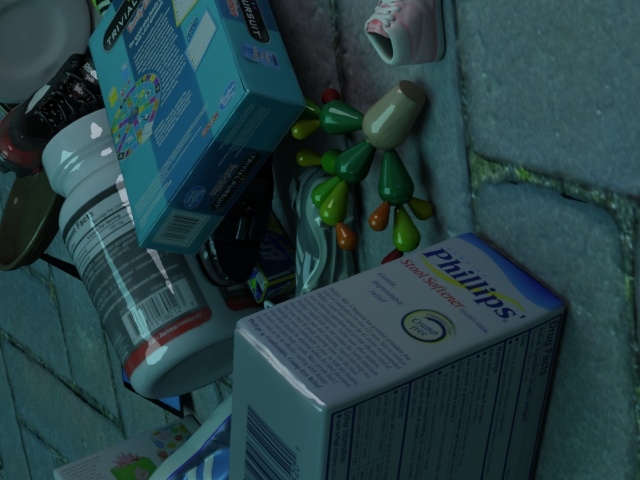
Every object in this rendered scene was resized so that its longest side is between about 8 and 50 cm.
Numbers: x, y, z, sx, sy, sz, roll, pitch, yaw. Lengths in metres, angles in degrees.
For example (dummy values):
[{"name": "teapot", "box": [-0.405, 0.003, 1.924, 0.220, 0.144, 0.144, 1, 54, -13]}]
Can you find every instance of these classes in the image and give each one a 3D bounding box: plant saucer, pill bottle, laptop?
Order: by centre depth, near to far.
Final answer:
[{"name": "pill bottle", "box": [-0.223, 0.010, 1.850, 0.363, 0.210, 0.210, 62, 150, 18]}, {"name": "pill bottle", "box": [-0.539, -0.392, 2.155, 0.392, 0.224, 0.224, 42, 140, 42]}, {"name": "laptop", "box": [-0.339, 0.147, 2.204, 0.234, 0.264, 0.136, 14, 74, 57]}, {"name": "plant saucer", "box": [-0.453, -0.075, 2.247, 0.278, 0.041, 0.278, -42, 35, 39]}]

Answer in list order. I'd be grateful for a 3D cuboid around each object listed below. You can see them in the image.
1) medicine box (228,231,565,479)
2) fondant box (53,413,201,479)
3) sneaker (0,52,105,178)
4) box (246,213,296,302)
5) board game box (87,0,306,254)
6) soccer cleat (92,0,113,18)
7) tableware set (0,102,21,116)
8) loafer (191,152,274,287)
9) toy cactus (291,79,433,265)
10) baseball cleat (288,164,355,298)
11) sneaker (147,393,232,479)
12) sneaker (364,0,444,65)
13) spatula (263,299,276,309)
[{"name": "medicine box", "box": [0.070, 0.171, 1.339, 0.149, 0.289, 0.263, 41, 139, 40]}, {"name": "fondant box", "box": [-0.220, 0.428, 2.058, 0.330, 0.238, 0.096, 44, 144, 41]}, {"name": "sneaker", "box": [-0.359, -0.191, 1.948, 0.097, 0.276, 0.135, 44, 134, -3]}, {"name": "box", "box": [-0.088, -0.008, 1.757, 0.169, 0.059, 0.054, 59, 151, 21]}, {"name": "board game box", "box": [-0.151, -0.193, 1.577, 0.254, 0.079, 0.336, -50, 44, 36]}, {"name": "soccer cleat", "box": [-0.272, -0.318, 1.902, 0.179, 0.060, 0.072, 53, 145, 36]}, {"name": "tableware set", "box": [-0.538, -0.251, 2.278, 0.194, 0.128, 0.039, 45, 112, -3]}, {"name": "loafer", "box": [-0.102, -0.094, 1.651, 0.095, 0.109, 0.302, -1, 89, 46]}, {"name": "toy cactus", "box": [0.056, -0.090, 1.442, 0.180, 0.112, 0.219, -51, 57, 36]}, {"name": "baseball cleat", "box": [0.000, 0.000, 1.617, 0.109, 0.072, 0.206, -120, 32, -49]}, {"name": "sneaker", "box": [-0.109, 0.374, 1.835, 0.323, 0.130, 0.236, -52, 50, 15]}, {"name": "sneaker", "box": [0.076, -0.231, 1.326, 0.051, 0.070, 0.134, 17, 120, 59]}, {"name": "spatula", "box": [0.010, 0.184, 1.701, 0.242, 0.019, 0.168, 32, 137, 34]}]
